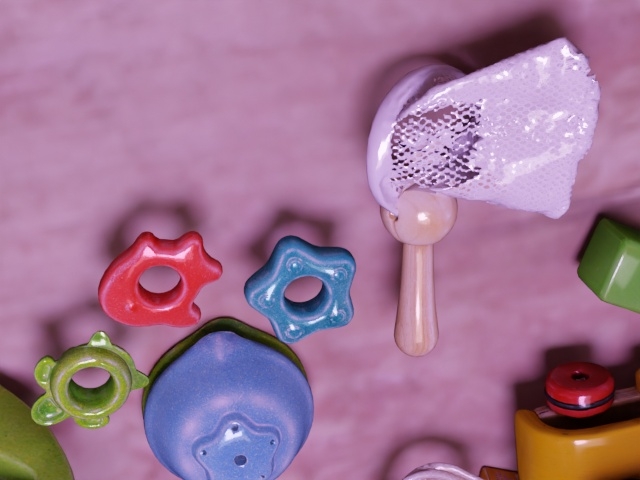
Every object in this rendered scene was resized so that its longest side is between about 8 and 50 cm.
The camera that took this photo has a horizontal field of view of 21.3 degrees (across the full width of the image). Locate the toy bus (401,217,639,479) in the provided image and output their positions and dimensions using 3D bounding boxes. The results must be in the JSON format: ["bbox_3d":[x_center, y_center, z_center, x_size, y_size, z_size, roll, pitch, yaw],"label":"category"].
[{"bbox_3d":[0.160,0.101,0.660,0.191,0.104,0.202,34,99,-22],"label":"toy bus"}]

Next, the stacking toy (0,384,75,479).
[{"bbox_3d":[-0.218,0.159,0.549,0.279,0.309,0.130,7,127,-27],"label":"stacking toy"}]

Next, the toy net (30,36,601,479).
[{"bbox_3d":[0.000,0.000,0.629,0.122,0.045,0.232,36,106,-25],"label":"toy net"}]

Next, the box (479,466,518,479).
[{"bbox_3d":[0.121,0.149,0.746,0.136,0.028,0.081,13,115,-15],"label":"box"}]
